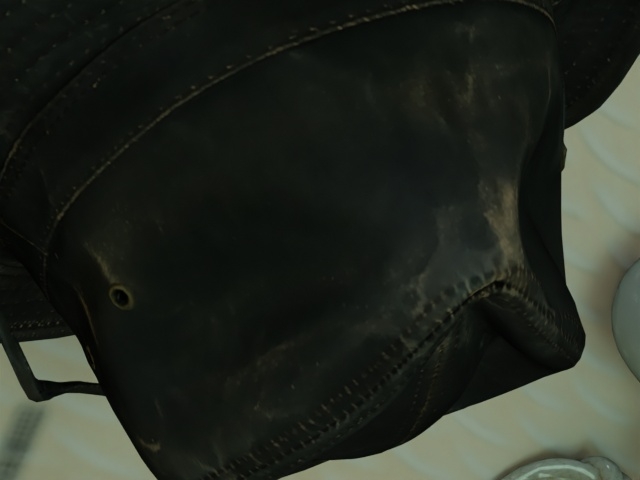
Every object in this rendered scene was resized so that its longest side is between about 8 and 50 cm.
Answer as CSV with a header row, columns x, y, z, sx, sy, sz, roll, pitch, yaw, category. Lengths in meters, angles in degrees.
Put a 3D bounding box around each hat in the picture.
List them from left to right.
x,y,z,sx,sy,sz,roll,pitch,yaw,category
0.000,0.000,0.528,0.331,0.134,0.331,-19,158,-8,hat

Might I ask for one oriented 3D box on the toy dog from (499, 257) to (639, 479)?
x,y,z,sx,sy,sz,roll,pitch,yaw,category
0.250,0.144,0.839,0.334,0.161,0.220,23,101,-38,toy dog
